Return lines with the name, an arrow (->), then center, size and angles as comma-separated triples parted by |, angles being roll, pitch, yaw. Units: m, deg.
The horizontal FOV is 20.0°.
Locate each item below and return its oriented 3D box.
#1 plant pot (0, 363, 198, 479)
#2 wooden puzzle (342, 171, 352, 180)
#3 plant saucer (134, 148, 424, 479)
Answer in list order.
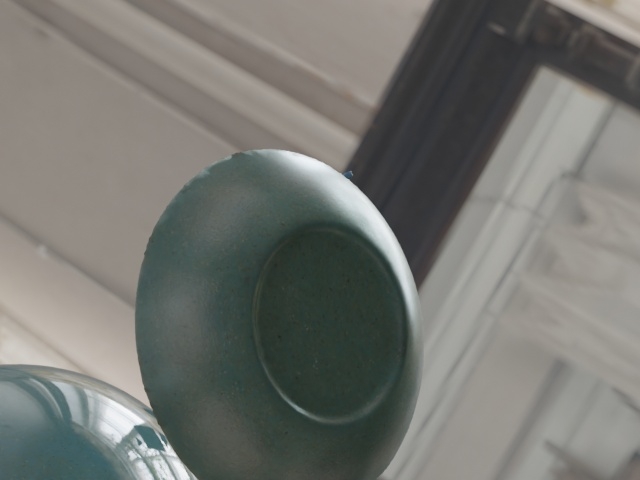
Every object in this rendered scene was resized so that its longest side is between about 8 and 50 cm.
plant pot -> -0.179, 0.220, 1.072 | 0.290, 0.290, 0.195 | -53, 7, -9
wooden puzzle -> 0.000, 0.000, 1.390 | 0.078, 0.014, 0.116 | -16, -43, -6
plant saucer -> -0.006, 0.046, 0.934 | 0.195, 0.037, 0.195 | 8, -103, -40
